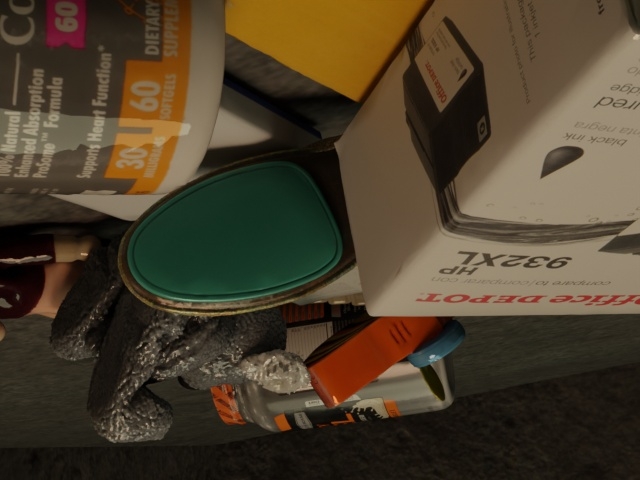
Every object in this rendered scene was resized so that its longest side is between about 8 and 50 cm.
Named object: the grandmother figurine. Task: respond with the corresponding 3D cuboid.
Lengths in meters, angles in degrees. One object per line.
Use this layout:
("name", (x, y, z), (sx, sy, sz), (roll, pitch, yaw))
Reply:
("grandmother figurine", (-0.314, 0.045, 1.292), (0.342, 0.104, 0.208), (11, 130, -44))

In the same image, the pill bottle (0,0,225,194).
("pill bottle", (-0.200, -0.102, 0.611), (0.278, 0.162, 0.162), (-1, 165, -23))

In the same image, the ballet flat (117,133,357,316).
("ballet flat", (0.010, -0.028, 0.988), (0.348, 0.123, 0.123), (-24, 167, -5))

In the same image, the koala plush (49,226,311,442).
("koala plush", (-0.120, 0.088, 1.243), (0.221, 0.196, 0.203), (17, 112, -38))

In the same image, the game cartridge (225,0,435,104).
("game cartridge", (0.131, -0.152, 0.696), (0.285, 0.052, 0.324), (-25, 150, 34))

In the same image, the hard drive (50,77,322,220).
("hard drive", (-0.160, -0.084, 0.947), (0.210, 0.040, 0.319), (-14, 164, 23))

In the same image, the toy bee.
("toy bee", (0.115, 0.086, 1.387), (0.298, 0.195, 0.162), (-12, -177, -6))

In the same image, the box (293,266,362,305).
("box", (0.000, 0.000, 1.255), (0.130, 0.091, 0.170), (-12, 164, 18))

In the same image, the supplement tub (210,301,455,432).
("supplement tub", (0.015, 0.155, 1.672), (0.316, 0.193, 0.193), (-9, 166, 10))

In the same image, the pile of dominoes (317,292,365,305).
("pile of dominoes", (-0.026, 0.026, 1.481), (0.251, 0.040, 0.196), (4, 158, -14))

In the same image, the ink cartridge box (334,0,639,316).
("ink cartridge box", (0.168, -0.069, 0.669), (0.223, 0.129, 0.307), (1, 155, -20))
